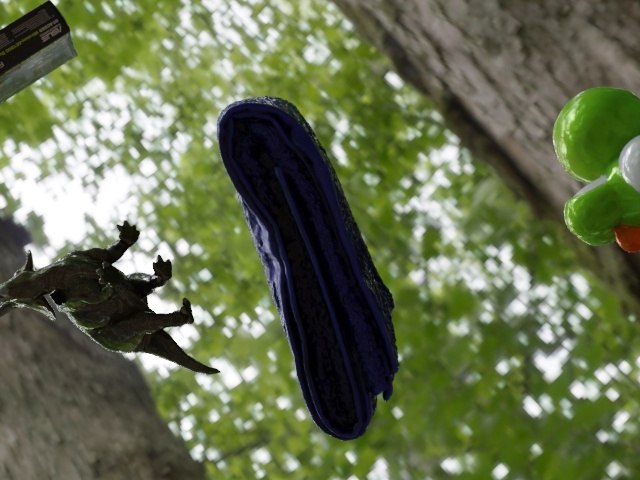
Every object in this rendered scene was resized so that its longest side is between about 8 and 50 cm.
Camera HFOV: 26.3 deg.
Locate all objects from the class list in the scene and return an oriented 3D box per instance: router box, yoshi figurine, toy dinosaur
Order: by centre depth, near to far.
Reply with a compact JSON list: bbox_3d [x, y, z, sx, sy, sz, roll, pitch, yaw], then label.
[{"bbox_3d":[-0.293,-0.170,1.297,0.122,0.092,0.038,-34,-92,-9],"label":"router box"},{"bbox_3d":[0.396,-0.147,1.465,0.362,0.203,0.203,-35,-63,11],"label":"yoshi figurine"},{"bbox_3d":[-0.252,0.074,1.658,0.160,0.121,0.313,-28,-44,37],"label":"toy dinosaur"}]

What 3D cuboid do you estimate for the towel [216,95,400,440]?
[{"bbox_3d":[0.000,0.000,0.995,0.076,0.308,0.228,-18,-84,2],"label":"towel"}]
